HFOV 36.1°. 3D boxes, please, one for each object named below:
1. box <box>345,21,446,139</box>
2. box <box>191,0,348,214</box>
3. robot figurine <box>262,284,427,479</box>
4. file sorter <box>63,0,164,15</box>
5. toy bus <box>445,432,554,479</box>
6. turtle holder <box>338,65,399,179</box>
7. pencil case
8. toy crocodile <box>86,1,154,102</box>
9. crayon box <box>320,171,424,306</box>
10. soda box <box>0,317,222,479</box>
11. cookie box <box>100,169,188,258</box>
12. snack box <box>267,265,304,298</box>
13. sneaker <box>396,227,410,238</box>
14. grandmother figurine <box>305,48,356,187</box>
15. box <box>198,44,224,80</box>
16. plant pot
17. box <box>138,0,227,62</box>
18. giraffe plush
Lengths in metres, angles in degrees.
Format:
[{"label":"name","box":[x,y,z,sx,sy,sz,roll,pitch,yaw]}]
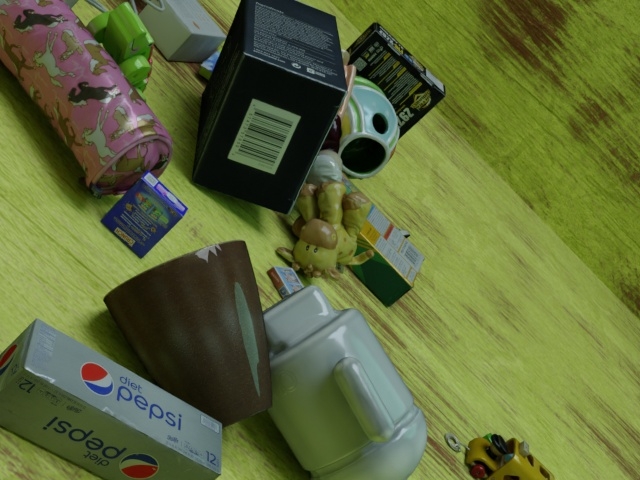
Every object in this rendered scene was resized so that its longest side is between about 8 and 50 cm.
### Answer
[{"label":"box","box":[0.121,-0.363,2.543,0.257,0.322,0.079,38,25,-20]},{"label":"box","box":[-0.107,-0.295,1.987,0.212,0.293,0.395,18,31,-15]},{"label":"robot figurine","box":[0.028,0.244,1.487,0.353,0.199,0.300,58,-15,1]},{"label":"file sorter","box":[-0.407,-0.467,1.824,0.173,0.277,0.193,31,27,-43]},{"label":"toy bus","box":[0.373,0.442,1.943,0.202,0.104,0.191,21,34,-48]},{"label":"turtle holder","box":[0.055,-0.284,2.364,0.320,0.243,0.227,55,8,-40]},{"label":"pencil case","box":[-0.404,-0.248,1.597,0.386,0.167,0.160,52,2,13]},{"label":"toy crocodile","box":[-0.339,-0.313,1.717,0.115,0.105,0.340,56,-21,7]},{"label":"crayon box","box":[0.087,-0.020,2.224,0.323,0.083,0.203,47,22,-4]},{"label":"soda box","box":[-0.257,0.216,1.183,0.286,0.098,0.091,35,26,-26]},{"label":"cookie box","box":[-0.280,-0.041,1.558,0.092,0.107,0.040,44,21,-10]},{"label":"snack box","box":[-0.035,0.124,1.841,0.064,0.022,0.178,9,44,-56]},{"label":"sneaker","box":[0.163,-0.027,2.407,0.075,0.057,0.161,59,27,13]},{"label":"grandmother figurine","box":[0.018,-0.254,2.124,0.208,0.104,0.342,71,20,-59]},{"label":"box","box":[-0.208,-0.405,2.314,0.109,0.042,0.178,32,38,0]},{"label":"plant pot","box":[-0.159,0.147,1.373,0.215,0.215,0.230,-9,73,-64]},{"label":"box","box":[-0.318,-0.487,2.253,0.130,0.091,0.170,51,22,9]},{"label":"giraffe plush","box":[0.000,0.000,1.978,0.170,0.181,0.210,-40,122,-58]}]
